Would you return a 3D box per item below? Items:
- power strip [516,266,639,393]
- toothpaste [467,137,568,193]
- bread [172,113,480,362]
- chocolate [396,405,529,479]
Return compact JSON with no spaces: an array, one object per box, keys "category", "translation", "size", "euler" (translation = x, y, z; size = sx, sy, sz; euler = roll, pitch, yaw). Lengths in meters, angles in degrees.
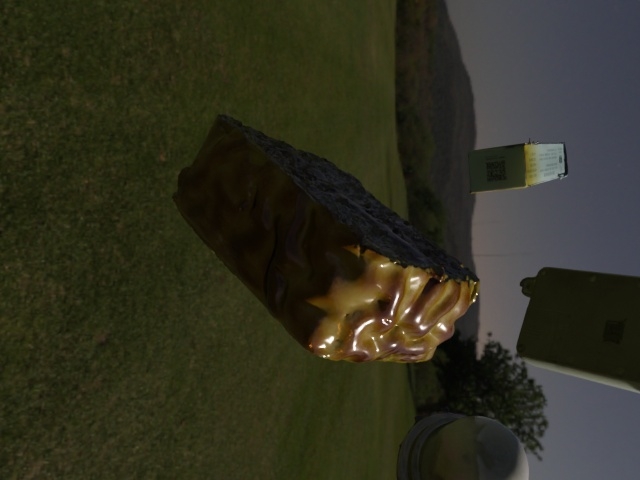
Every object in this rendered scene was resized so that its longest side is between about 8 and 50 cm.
[{"category":"power strip","translation":[0.325,0.095,0.606],"size":[0.046,0.270,0.118],"euler":[29,76,-35]},{"category":"toothpaste","translation":[0.325,-0.123,0.940],"size":[0.313,0.089,0.071],"euler":[-16,99,-56]},{"category":"bread","translation":[0.000,0.000,0.451],"size":[0.181,0.222,0.096],"euler":[11,115,-52]},{"category":"chocolate","translation":[0.218,0.335,0.843],"size":[0.147,0.221,0.221],"euler":[104,-8,-61]}]
